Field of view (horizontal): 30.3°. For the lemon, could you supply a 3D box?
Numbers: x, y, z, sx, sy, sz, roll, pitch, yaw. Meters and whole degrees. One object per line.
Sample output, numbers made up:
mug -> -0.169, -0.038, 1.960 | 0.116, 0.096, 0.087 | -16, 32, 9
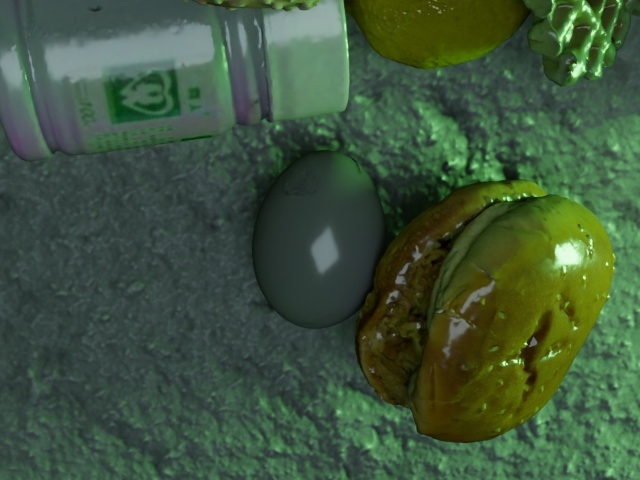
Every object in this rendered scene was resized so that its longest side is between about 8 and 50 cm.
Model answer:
lemon -> 0.121, -0.260, 1.180 | 0.193, 0.180, 0.181 | -27, 114, -7

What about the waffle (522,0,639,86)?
waffle -> 0.265, -0.317, 1.160 | 0.056, 0.292, 0.309 | 7, 127, 35

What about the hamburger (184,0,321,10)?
hamburger -> -0.135, -0.382, 0.964 | 0.286, 0.446, 0.268 | -3, 154, -13

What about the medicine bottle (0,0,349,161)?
medicine bottle -> -0.148, -0.200, 1.145 | 0.325, 0.212, 0.212 | -10, 113, -6

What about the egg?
egg -> 0.000, 0.000, 1.283 | 0.146, 0.146, 0.199 | 8, 106, -12

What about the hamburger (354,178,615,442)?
hamburger -> 0.192, 0.080, 1.298 | 0.314, 0.170, 0.290 | -10, 126, -45
